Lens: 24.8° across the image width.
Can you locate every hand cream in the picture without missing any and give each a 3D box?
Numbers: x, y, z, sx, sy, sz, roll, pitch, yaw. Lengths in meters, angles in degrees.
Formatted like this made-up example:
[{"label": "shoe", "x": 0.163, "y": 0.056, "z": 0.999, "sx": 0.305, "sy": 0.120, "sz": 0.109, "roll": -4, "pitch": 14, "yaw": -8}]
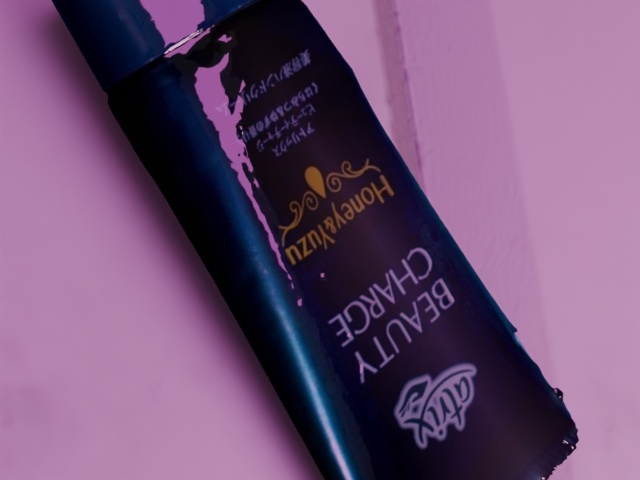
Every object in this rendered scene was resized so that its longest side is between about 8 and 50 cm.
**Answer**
[{"label": "hand cream", "x": 0.000, "y": 0.000, "z": 0.566, "sx": 0.120, "sy": 0.061, "sz": 0.271, "roll": -37, "pitch": 99, "yaw": -37}]
